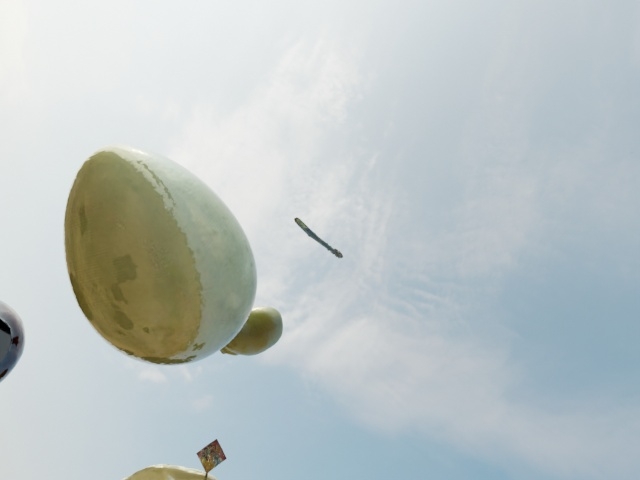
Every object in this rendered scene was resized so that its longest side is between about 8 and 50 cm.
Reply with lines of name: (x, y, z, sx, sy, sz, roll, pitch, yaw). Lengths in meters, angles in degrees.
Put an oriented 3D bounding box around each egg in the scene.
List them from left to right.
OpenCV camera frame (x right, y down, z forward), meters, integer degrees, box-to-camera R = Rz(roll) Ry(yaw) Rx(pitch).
egg: (-0.204, 0.018, 0.521, 0.219, 0.218, 0.295, -8, -72, 38)

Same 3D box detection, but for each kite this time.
kite: (-0.162, 0.341, 0.606, 0.002, 0.044, 0.078, 90, -16, -48)

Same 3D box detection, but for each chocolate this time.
chocolate: (-0.533, 0.157, 0.586, 0.177, 0.177, 0.176, 9, -75, 36)

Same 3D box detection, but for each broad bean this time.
broad bean: (-0.180, 0.229, 1.009, 0.082, 0.175, 0.124, -148, -119, -71)

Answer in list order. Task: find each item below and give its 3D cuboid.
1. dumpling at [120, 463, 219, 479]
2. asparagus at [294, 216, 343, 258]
dumpling: (-0.407, 0.693, 0.879, 0.316, 0.395, 0.233, 17, -42, 7)
asparagus: (0.000, 0.000, 0.696, 0.016, 0.166, 0.013, -42, -128, 6)
